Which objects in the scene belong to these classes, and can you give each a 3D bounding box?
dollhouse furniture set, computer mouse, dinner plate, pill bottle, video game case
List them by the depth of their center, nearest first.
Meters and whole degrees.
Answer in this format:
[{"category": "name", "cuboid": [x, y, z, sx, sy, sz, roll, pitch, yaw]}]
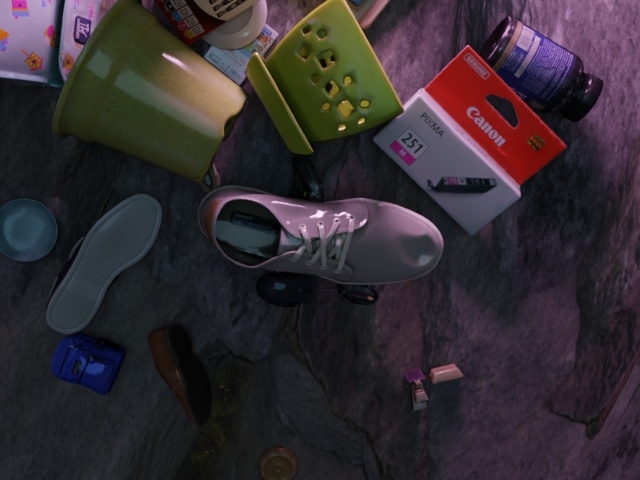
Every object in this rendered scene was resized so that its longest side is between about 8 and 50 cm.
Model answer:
[{"category": "dinner plate", "cuboid": [-0.170, -0.427, 1.417, 0.141, 0.017, 0.141, 0, 90, 3]}, {"category": "pill bottle", "cuboid": [0.412, -0.316, 1.432, 0.219, 0.123, 0.122, 29, 93, -7]}, {"category": "video game case", "cuboid": [-0.150, -0.367, 1.437, 0.087, 0.011, 0.122, 37, 92, -7]}, {"category": "computer mouse", "cuboid": [-0.004, 0.100, 1.484, 0.242, 0.041, 0.071, 3, 95, -6]}, {"category": "dollhouse furniture set", "cuboid": [0.235, 0.305, 1.513, 0.115, 0.091, 0.081, -13, 112, -6]}]

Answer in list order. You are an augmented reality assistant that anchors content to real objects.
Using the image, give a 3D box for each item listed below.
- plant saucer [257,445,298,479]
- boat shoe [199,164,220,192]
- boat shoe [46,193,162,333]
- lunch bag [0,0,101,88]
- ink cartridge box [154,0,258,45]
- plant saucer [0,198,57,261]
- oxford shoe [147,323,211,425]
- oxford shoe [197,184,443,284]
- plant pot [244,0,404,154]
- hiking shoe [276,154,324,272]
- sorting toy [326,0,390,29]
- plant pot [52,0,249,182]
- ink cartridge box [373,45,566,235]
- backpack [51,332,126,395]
[{"category": "plant saucer", "cuboid": [-0.085, 0.456, 1.529, 0.084, 0.015, 0.083, 0, 96, -4]}, {"category": "boat shoe", "cuboid": [-0.235, -0.159, 1.433, 0.056, 0.048, 0.152, -23, 97, -2]}, {"category": "boat shoe", "cuboid": [-0.411, 0.030, 1.418, 0.114, 0.091, 0.302, 41, 90, -27]}, {"category": "lunch bag", "cuboid": [-0.499, -0.377, 1.311, 0.262, 0.160, 0.223, 0, 99, -47]}, {"category": "ink cartridge box", "cuboid": [-0.183, -0.503, 1.254, 0.272, 0.309, 0.130, -32, 77, 2]}, {"category": "plant saucer", "cuboid": [-0.555, -0.020, 1.436, 0.120, 0.021, 0.119, 0, 96, -4]}, {"category": "oxford shoe", "cuboid": [-0.273, 0.263, 1.477, 0.076, 0.076, 0.212, -14, 101, 27]}, {"category": "oxford shoe", "cuboid": [0.000, 0.000, 1.357, 0.450, 0.130, 0.169, 10, 104, -5]}, {"category": "plant pot", "cuboid": [-0.001, -0.276, 1.357, 0.207, 0.227, 0.228, -29, 98, 5]}, {"category": "hiking shoe", "cuboid": [-0.050, -0.048, 1.441, 0.114, 0.086, 0.226, -7, 98, -7]}, {"category": "sorting toy", "cuboid": [0.091, -0.576, 1.392, 0.229, 0.041, 0.307, 38, 101, -10]}, {"category": "plant pot", "cuboid": [-0.273, -0.236, 1.309, 0.254, 0.276, 0.276, 30, 93, -8]}, {"category": "ink cartridge box", "cuboid": [0.278, -0.180, 1.422, 0.275, 0.060, 0.239, 43, 118, -8]}, {"category": "backpack", "cuboid": [-0.442, 0.227, 1.434, 0.120, 0.101, 0.097, 23, 87, -3]}]
